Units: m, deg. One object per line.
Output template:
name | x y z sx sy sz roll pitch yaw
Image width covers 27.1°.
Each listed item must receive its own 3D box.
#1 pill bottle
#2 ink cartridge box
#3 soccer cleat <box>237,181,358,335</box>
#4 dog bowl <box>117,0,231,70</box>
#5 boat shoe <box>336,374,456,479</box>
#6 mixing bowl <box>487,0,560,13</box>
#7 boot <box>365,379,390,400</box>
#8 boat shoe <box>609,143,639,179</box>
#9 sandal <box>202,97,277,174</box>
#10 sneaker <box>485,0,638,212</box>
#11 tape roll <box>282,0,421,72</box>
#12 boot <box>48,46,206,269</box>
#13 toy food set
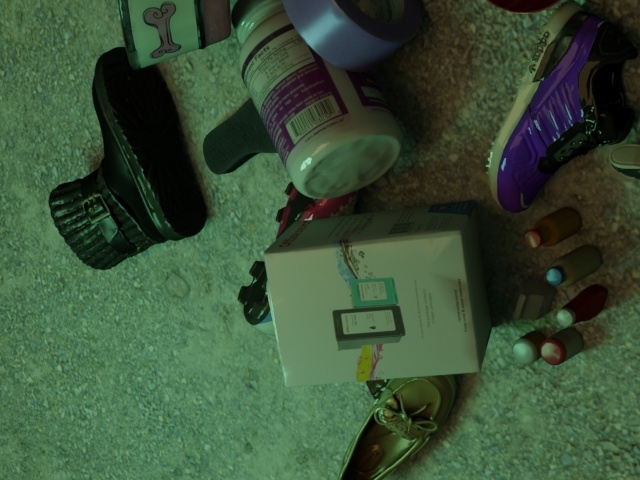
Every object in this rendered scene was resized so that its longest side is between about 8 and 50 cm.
pill bottle | -0.015 -0.222 1.882 0.169 0.169 0.301 -46 58 39
ink cartridge box | 0.084 0.071 1.832 0.270 0.198 0.197 -6 102 14
soccer cleat | 0.000 0.000 2.016 0.331 0.143 0.116 -61 30 13
dog bowl | -0.213 -0.449 1.876 0.150 0.408 0.407 -5 105 -4
boat shoe | 0.112 0.290 2.001 0.105 0.089 0.285 33 128 6
mixing bowl | 0.273 -0.380 1.661 0.181 0.098 0.181 13 112 35
boot | 0.097 0.191 2.033 0.106 0.037 0.114 55 134 10
boat shoe | 0.426 -0.093 1.669 0.125 0.038 0.046 6 66 32
sandal | -0.095 -0.173 2.069 0.254 0.054 0.097 -16 86 51
sneaker | 0.317 -0.145 1.699 0.146 0.102 0.293 32 122 26
tape roll | 0.042 -0.329 1.807 0.080 0.189 0.189 -36 81 41
boot | -0.357 -0.129 2.236 0.260 0.131 0.348 -14 96 41
toy food set | 0.306 0.083 1.779 0.111 0.104 0.232 30 121 28
